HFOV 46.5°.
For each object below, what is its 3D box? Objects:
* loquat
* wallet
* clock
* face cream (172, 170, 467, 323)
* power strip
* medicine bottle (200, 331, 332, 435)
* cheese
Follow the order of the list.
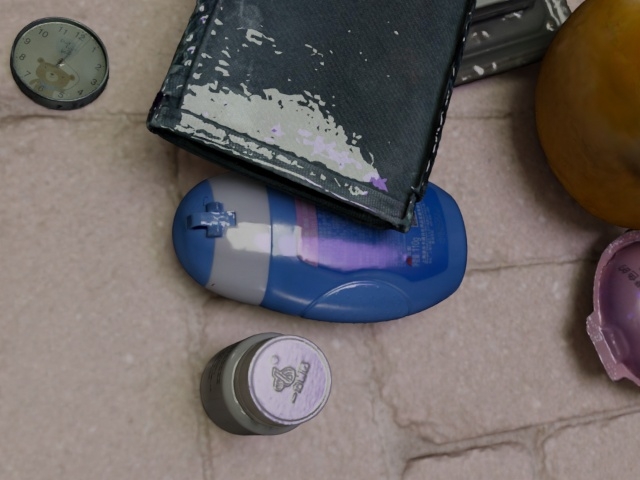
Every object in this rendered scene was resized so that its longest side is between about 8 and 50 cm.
[{"bbox_3d":[0.350,-0.142,0.767,0.262,0.263,0.263,6,74,-20],"label":"loquat"},{"bbox_3d":[0.014,-0.194,0.660,0.237,0.075,0.342,20,71,-10],"label":"wallet"},{"bbox_3d":[-0.228,-0.156,0.653,0.085,0.017,0.085,6,74,-20],"label":"clock"},{"bbox_3d":[0.000,0.000,0.666,0.263,0.083,0.149,4,67,-21],"label":"face cream"},{"bbox_3d":[0.150,-0.302,0.802,0.251,0.092,0.257,-21,86,-26],"label":"power strip"},{"bbox_3d":[-0.044,0.115,0.594,0.080,0.130,0.080,6,74,-21],"label":"medicine bottle"},{"bbox_3d":[0.394,0.064,0.815,0.285,0.074,0.189,-25,87,-29],"label":"cheese"}]
